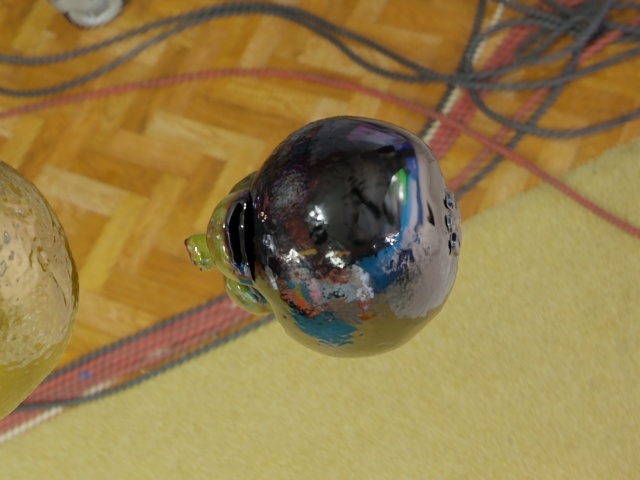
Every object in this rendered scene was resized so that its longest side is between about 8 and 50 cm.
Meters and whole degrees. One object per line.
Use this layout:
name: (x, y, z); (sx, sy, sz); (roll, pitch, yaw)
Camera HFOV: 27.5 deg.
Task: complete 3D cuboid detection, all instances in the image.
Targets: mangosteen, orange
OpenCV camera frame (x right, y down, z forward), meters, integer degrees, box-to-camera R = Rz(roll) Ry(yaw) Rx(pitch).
mangosteen: (0.000, 0.000, 0.701); (0.151, 0.137, 0.137); (-4, 63, 17)
orange: (-0.116, 0.013, 0.387); (0.085, 0.095, 0.085); (-4, 50, 5)
